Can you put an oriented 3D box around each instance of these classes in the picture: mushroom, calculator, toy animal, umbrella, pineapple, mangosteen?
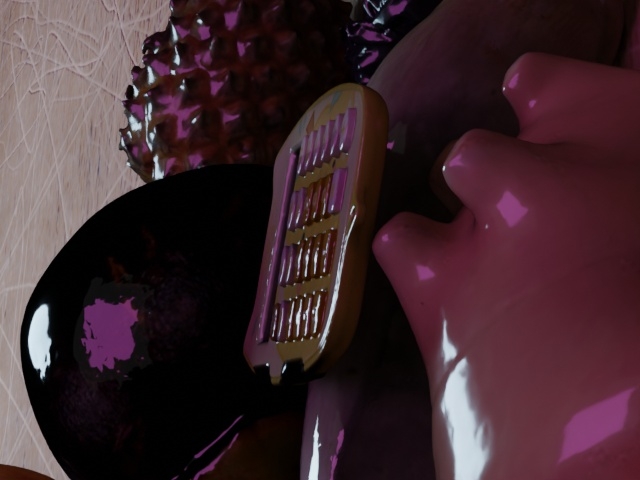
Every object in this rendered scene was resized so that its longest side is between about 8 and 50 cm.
[{"bbox_3d":[0.084,-0.004,1.085,0.126,0.177,0.397,121,154,-73],"label":"mushroom"},{"bbox_3d":[0.000,0.000,0.979,0.236,0.033,0.157,156,125,-79],"label":"calculator"},{"bbox_3d":[0.149,0.055,0.881,0.237,0.269,0.326,-56,1,37],"label":"toy animal"},{"bbox_3d":[0.039,-0.112,1.348,0.080,0.071,0.224,-65,-8,-70],"label":"umbrella"},{"bbox_3d":[-0.024,-0.189,1.433,0.361,0.175,0.175,-62,26,2],"label":"pineapple"},{"bbox_3d":[-0.040,0.098,1.198,0.302,0.275,0.275,56,132,30],"label":"mangosteen"}]

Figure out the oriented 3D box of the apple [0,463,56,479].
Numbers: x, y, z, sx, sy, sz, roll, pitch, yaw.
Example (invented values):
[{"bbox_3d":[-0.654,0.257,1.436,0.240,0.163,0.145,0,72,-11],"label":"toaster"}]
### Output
[{"bbox_3d":[-0.342,0.340,1.696,0.299,0.275,0.299,-47,33,44],"label":"apple"}]
